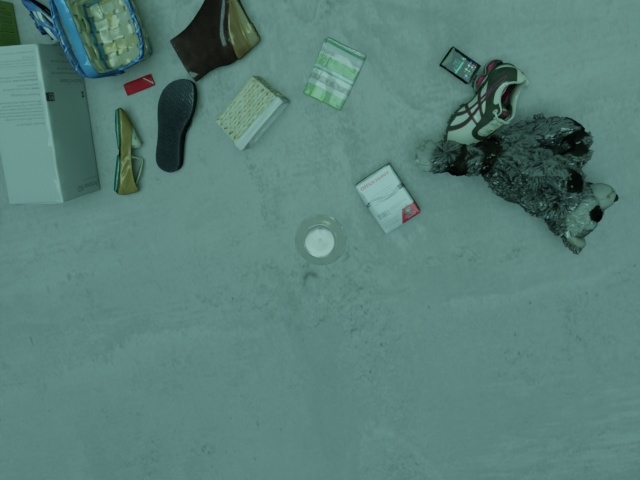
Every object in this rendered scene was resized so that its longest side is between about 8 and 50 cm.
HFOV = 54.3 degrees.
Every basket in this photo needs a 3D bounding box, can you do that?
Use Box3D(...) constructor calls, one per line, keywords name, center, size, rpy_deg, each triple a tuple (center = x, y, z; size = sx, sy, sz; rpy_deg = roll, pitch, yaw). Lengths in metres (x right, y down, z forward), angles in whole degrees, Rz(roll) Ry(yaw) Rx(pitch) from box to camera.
Box3D(name="basket", center=(-0.531, -0.503, 1.476), size=(0.200, 0.289, 0.255), rpy_deg=(-18, 99, 6))
Box3D(name="basket", center=(-0.173, -0.323, 1.573), size=(0.103, 0.113, 0.167), rpy_deg=(42, 105, -3))

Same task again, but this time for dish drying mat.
Box3D(name="dish drying mat", center=(-0.477, -0.409, 1.640), size=(0.083, 0.008, 0.032), rpy_deg=(-18, 103, 11))

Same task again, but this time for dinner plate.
Box3D(name="dinner plate", center=(0.000, 0.000, 1.686), size=(0.141, 0.017, 0.141), rpy_deg=(1, 103, 6))

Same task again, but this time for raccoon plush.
Box3D(name="raccoon plush", center=(0.472, -0.133, 1.504), size=(0.446, 0.216, 0.299), rpy_deg=(13, 146, 28))

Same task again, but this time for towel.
Box3D(name="towel", center=(0.034, -0.419, 1.570), size=(0.113, 0.023, 0.152), rpy_deg=(26, 106, 0))

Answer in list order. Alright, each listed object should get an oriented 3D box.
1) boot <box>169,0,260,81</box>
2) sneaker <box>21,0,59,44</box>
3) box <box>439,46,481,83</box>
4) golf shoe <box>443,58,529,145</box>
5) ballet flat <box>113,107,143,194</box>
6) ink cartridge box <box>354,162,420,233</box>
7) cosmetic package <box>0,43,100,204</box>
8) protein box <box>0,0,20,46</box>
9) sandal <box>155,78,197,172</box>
Box3D(name="boot", center=(-0.289, -0.545, 1.540), size=(0.206, 0.090, 0.249), rpy_deg=(-26, 104, 10))
Box3D(name="sneaker", center=(-0.717, -0.568, 1.606), size=(0.144, 0.053, 0.059), rpy_deg=(43, 107, -4))
Box3D(name="box", center=(0.338, -0.424, 1.511), size=(0.083, 0.062, 0.052), rpy_deg=(33, 105, -3))
Box3D(name="golf shoe", center=(0.391, -0.295, 1.497), size=(0.105, 0.120, 0.273), rpy_deg=(13, 111, -32))
Box3D(name="ballet flat", center=(-0.513, -0.237, 1.667), size=(0.073, 0.080, 0.233), rpy_deg=(0, 109, -22))
Box3D(name="ink cartridge box", center=(0.173, -0.111, 1.611), size=(0.109, 0.063, 0.151), rpy_deg=(-33, 98, 14))
Box3D(name="cosmetic package", center=(-0.703, -0.295, 1.592), size=(0.156, 0.217, 0.386), rpy_deg=(-3, 105, 8))
Box3D(name="protein box", center=(-0.872, -0.496, 1.566), size=(0.135, 0.200, 0.201), rpy_deg=(-3, 105, 8))
Box3D(name="sandal", center=(-0.382, -0.306, 1.640), size=(0.097, 0.054, 0.255), rpy_deg=(24, 116, 8))
